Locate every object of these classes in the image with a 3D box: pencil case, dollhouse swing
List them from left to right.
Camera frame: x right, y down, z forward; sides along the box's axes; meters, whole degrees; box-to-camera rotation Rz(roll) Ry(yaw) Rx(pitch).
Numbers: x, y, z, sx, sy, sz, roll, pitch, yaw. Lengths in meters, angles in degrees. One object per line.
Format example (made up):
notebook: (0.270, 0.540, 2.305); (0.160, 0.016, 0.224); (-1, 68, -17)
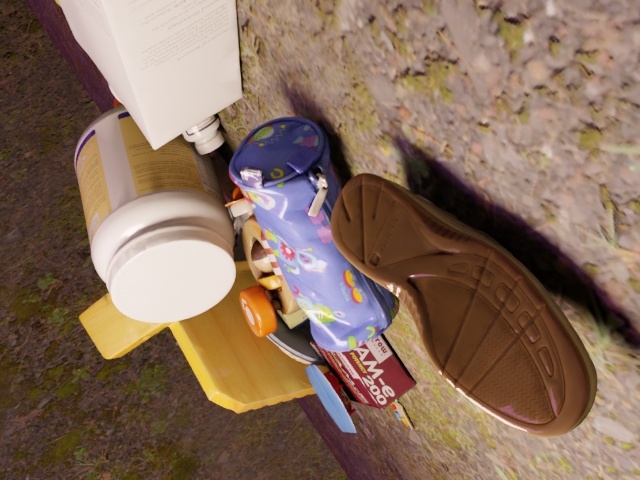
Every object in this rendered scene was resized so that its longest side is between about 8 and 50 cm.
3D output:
dollhouse swing: (-0.211, 0.214, 1.681); (0.315, 0.347, 0.305); (-34, 71, 37)
pencil case: (0.000, 0.000, 1.027); (0.133, 0.119, 0.306); (26, 150, 47)

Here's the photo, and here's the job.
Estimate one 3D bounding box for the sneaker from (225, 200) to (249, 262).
sneaker: (-0.213, -0.004, 1.816); (0.210, 0.137, 0.366); (43, 159, 57)

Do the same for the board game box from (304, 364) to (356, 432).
board game box: (0.028, 0.266, 1.496); (0.133, 0.033, 0.168); (59, 165, 5)

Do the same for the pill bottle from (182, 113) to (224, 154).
pill bottle: (-0.209, -0.206, 1.434); (0.120, 0.067, 0.067); (61, 167, -24)

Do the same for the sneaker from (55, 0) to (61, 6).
sneaker: (-0.354, -0.386, 1.511); (0.295, 0.109, 0.123); (45, -173, 37)

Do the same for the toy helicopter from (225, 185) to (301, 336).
toy helicopter: (-0.069, -0.021, 1.325); (0.235, 0.140, 0.355); (61, 160, 20)

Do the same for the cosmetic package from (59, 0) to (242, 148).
cosmetic package: (-0.214, -0.292, 1.019); (0.217, 0.156, 0.385); (54, 169, 10)

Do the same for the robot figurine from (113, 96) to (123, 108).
robot figurine: (-0.323, -0.235, 1.664); (0.158, 0.128, 0.219); (36, 164, 11)

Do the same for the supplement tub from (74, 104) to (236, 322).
supplement tub: (-0.282, -0.050, 1.483); (0.241, 0.241, 0.331); (72, 177, -52)

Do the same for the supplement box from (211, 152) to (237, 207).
supplement box: (-0.179, -0.111, 1.647); (0.098, 0.036, 0.062); (53, 167, 15)

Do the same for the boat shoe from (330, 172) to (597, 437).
boat shoe: (0.126, 0.043, 0.724); (0.098, 0.109, 0.302); (12, -157, -42)

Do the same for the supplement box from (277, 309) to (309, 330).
supplement box: (-0.041, 0.101, 1.545); (0.056, 0.083, 0.083); (49, 165, 36)

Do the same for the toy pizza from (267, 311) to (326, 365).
toy pizza: (-0.047, 0.167, 1.601); (0.201, 0.032, 0.201); (29, -159, -12)

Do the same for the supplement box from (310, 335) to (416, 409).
supplement box: (0.063, 0.199, 1.421); (0.130, 0.073, 0.239); (55, 168, 1)

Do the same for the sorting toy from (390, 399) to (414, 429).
sorting toy: (0.135, 0.297, 1.545); (0.083, 0.012, 0.062); (62, 167, -27)
